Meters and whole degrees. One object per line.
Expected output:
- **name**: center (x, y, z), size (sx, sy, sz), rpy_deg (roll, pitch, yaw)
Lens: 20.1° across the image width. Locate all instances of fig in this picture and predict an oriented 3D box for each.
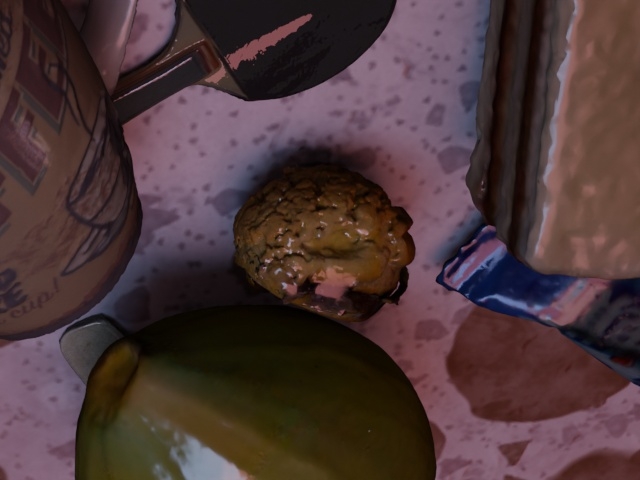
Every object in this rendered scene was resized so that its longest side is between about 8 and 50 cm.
- **fig**: center (-0.054, 0.143, 1.223), size (0.239, 0.239, 0.271), rpy_deg (-32, 133, 8)

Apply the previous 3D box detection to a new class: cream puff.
- **cream puff**: center (0.000, 0.000, 1.215), size (0.133, 0.119, 0.104), rpy_deg (16, 96, -46)

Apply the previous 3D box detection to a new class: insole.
- **insole**: center (-0.134, 0.125, 1.333), size (0.063, 0.010, 0.192), rpy_deg (-26, 129, 4)

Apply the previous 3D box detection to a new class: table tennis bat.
- **table tennis bat**: center (-0.051, -0.135, 1.158), size (0.220, 0.019, 0.130), rpy_deg (-30, 127, 5)

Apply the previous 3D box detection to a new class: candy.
- **candy**: center (0.260, 0.043, 1.350), size (0.331, 0.077, 0.187), rpy_deg (32, 109, -31)
- **candy**: center (0.204, -0.136, 1.137), size (0.179, 0.135, 0.321), rpy_deg (-3, 115, -15)

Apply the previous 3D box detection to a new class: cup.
- **cup**: center (-0.202, -0.094, 1.055), size (0.301, 0.227, 0.257), rpy_deg (-53, 142, -12)
